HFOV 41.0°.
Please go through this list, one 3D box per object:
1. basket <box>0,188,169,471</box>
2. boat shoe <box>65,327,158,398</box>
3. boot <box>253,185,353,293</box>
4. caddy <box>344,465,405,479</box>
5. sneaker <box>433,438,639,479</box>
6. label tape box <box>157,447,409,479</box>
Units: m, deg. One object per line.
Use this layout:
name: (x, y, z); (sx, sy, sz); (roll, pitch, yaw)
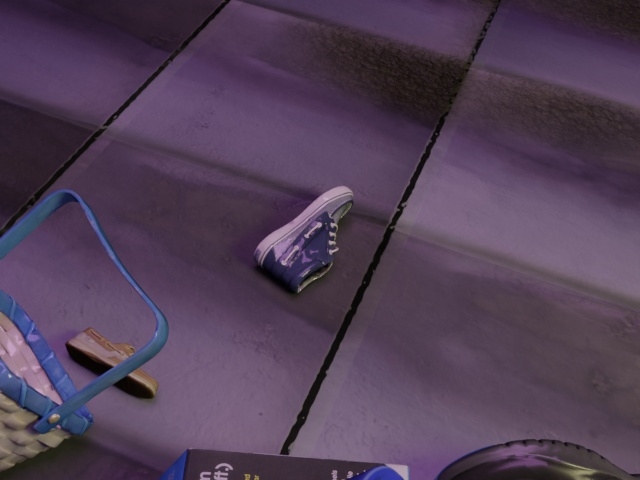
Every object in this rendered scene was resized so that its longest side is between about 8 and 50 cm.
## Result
basket: (-0.335, 0.102, 0.944); (0.289, 0.201, 0.255); (-40, 57, -1)
boat shoe: (-0.248, 0.145, 1.043); (0.135, 0.050, 0.045); (27, 53, 18)
boot: (0.000, 0.000, 1.224); (0.086, 0.069, 0.190); (40, 60, 20)
caddy: (0.018, 0.330, 0.596); (0.241, 0.179, 0.341); (47, 24, -20)
sneaker: (0.288, 0.304, 0.909); (0.340, 0.125, 0.140); (7, 49, 2)
label tape box: (-0.085, 0.338, 0.827); (0.347, 0.115, 0.249); (7, 45, -4)
